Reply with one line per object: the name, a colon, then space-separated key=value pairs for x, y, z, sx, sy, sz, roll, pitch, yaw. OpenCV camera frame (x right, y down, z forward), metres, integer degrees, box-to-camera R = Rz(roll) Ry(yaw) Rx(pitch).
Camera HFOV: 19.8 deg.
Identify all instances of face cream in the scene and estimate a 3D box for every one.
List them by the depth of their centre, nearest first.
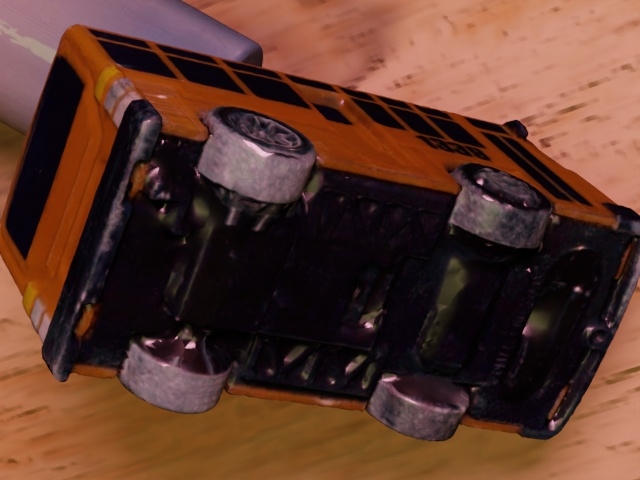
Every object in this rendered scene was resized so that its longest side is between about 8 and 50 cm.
face cream: x=-0.147 y=-0.102 z=0.707 sx=0.250 sy=0.077 sz=0.077 roll=29 pitch=110 yaw=7

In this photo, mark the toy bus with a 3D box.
toy bus: x=0.000 y=0.000 z=0.633 sx=0.201 sy=0.114 sz=0.098 roll=10 pitch=112 yaw=-30
